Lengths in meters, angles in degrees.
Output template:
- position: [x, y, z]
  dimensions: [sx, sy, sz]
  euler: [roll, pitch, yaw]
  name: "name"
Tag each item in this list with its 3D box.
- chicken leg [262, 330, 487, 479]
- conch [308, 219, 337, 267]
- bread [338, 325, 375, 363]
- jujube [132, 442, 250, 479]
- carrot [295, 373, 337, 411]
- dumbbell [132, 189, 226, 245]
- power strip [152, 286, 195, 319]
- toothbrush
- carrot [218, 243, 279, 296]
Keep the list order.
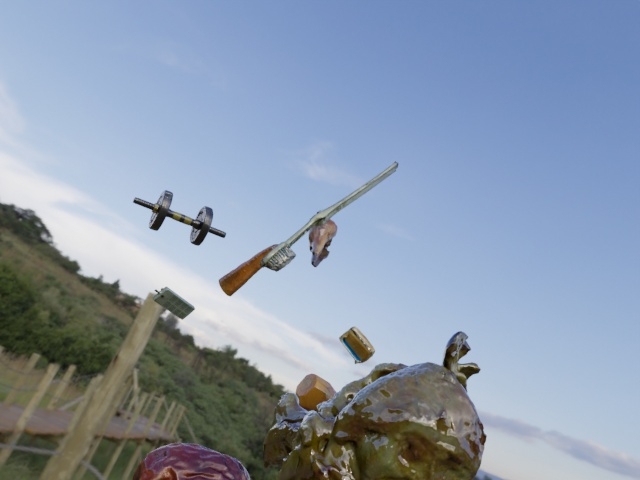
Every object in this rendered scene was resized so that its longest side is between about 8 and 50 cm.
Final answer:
- position: [0.015, 0.228, 0.455]
  dimensions: [0.140, 0.212, 0.361]
  euler: [53, -44, 6]
  name: "chicken leg"
- position: [-0.004, 0.001, 1.312]
  dimensions: [0.080, 0.232, 0.086]
  euler: [5, -42, 23]
  name: "conch"
- position: [0.112, 0.311, 1.320]
  dimensions: [0.106, 0.072, 0.053]
  euler: [51, 19, 11]
  name: "bread"
- position: [-0.266, 0.525, 0.929]
  dimensions: [0.251, 0.174, 0.174]
  euler: [25, -21, -22]
  name: "jujube"
- position: [0.037, 0.521, 1.288]
  dimensions: [0.114, 0.114, 0.301]
  euler: [-7, -59, 53]
  name: "carrot"
- position: [-0.474, -0.076, 1.512]
  dimensions: [0.326, 0.143, 0.143]
  euler: [23, -19, -27]
  name: "dumbbell"
- position: [-0.391, 0.165, 1.173]
  dimensions: [0.019, 0.051, 0.136]
  euler: [50, -3, 45]
  name: "power strip"
- position: [0.024, -0.046, 0.661]
  dimensions: [0.028, 0.294, 0.026]
  euler: [39, -30, 17]
  name: "toothbrush"
- position: [-0.193, 0.075, 1.259]
  dimensions: [0.061, 0.210, 0.061]
  euler: [52, 7, -9]
  name: "carrot"
